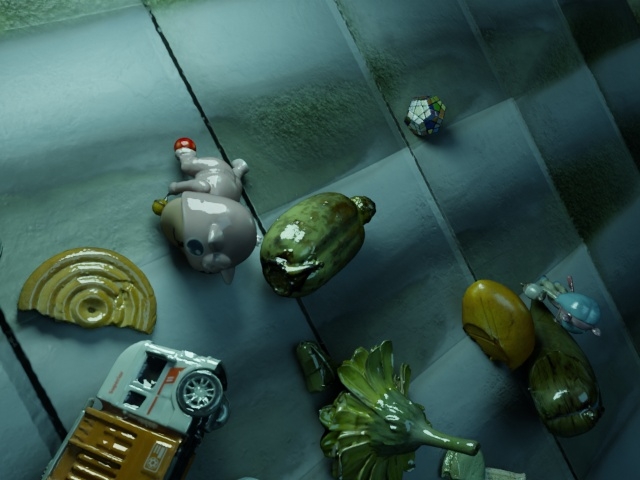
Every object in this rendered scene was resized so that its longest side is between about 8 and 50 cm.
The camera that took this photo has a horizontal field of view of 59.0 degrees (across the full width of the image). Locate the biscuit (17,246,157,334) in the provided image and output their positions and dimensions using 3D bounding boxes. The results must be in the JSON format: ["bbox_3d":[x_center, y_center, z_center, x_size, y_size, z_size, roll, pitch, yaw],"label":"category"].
[{"bbox_3d":[-0.383,0.083,0.976,0.224,0.033,0.144,20,67,-27],"label":"biscuit"}]

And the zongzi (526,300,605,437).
[{"bbox_3d":[0.576,0.288,1.396,0.323,0.160,0.360,26,49,-64],"label":"zongzi"}]

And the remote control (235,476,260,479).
[{"bbox_3d":[-0.199,0.478,0.972,0.245,0.047,0.087,-6,76,-32],"label":"remote control"}]

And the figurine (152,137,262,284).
[{"bbox_3d":[-0.214,-0.057,1.072,0.186,0.176,0.287,-11,60,7],"label":"figurine"}]

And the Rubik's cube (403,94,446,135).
[{"bbox_3d":[0.269,-0.324,1.459,0.093,0.111,0.111,-45,103,-4],"label":"Rubik's cube"}]

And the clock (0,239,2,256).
[{"bbox_3d":[-0.553,0.012,0.899,0.085,0.017,0.085,9,72,-30],"label":"clock"}]

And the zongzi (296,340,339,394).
[{"bbox_3d":[0.009,0.245,1.166,0.119,0.055,0.109,-16,84,-46],"label":"zongzi"}]

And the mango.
[{"bbox_3d":[0.436,0.195,1.392,0.252,0.154,0.126,58,47,-22],"label":"mango"}]

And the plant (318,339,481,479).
[{"bbox_3d":[0.130,0.384,1.115,0.261,0.297,0.305,-30,119,-7],"label":"plant"}]

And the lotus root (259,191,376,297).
[{"bbox_3d":[0.000,0.000,1.167,0.309,0.173,0.173,-39,98,-38],"label":"lotus root"}]

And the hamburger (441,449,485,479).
[{"bbox_3d":[0.334,0.511,1.293,0.121,0.054,0.084,26,60,-26],"label":"hamburger"}]

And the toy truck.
[{"bbox_3d":[-0.295,0.345,0.863,0.207,0.173,0.387,20,63,7],"label":"toy truck"}]

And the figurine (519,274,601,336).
[{"bbox_3d":[0.630,0.145,1.484,0.205,0.102,0.260,32,19,-8],"label":"figurine"}]

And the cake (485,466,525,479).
[{"bbox_3d":[0.417,0.568,1.341,0.121,0.065,0.051,11,69,-5],"label":"cake"}]
